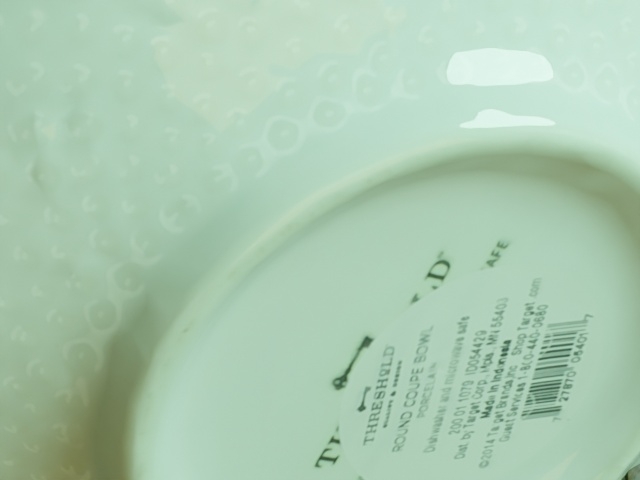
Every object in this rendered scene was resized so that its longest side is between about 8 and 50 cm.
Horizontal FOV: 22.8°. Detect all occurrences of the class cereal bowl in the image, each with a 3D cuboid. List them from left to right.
[{"bbox_3d":[0.000,0.000,0.441,0.339,0.141,0.339,-14,129,-18],"label":"cereal bowl"}]
